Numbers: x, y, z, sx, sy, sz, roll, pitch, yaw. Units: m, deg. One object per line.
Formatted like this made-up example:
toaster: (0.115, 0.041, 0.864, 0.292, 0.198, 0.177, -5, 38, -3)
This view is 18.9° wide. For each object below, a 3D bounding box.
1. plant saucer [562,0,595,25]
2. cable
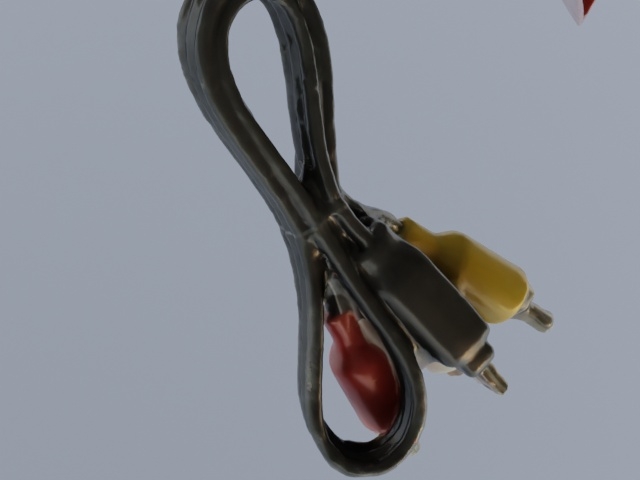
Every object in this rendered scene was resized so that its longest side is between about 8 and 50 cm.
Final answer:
plant saucer: (0.181, -0.246, 1.007, 0.047, 0.258, 0.259, 30, -85, 6)
cable: (0.000, 0.000, 0.899, 0.139, 0.072, 0.287, -45, -60, -8)
